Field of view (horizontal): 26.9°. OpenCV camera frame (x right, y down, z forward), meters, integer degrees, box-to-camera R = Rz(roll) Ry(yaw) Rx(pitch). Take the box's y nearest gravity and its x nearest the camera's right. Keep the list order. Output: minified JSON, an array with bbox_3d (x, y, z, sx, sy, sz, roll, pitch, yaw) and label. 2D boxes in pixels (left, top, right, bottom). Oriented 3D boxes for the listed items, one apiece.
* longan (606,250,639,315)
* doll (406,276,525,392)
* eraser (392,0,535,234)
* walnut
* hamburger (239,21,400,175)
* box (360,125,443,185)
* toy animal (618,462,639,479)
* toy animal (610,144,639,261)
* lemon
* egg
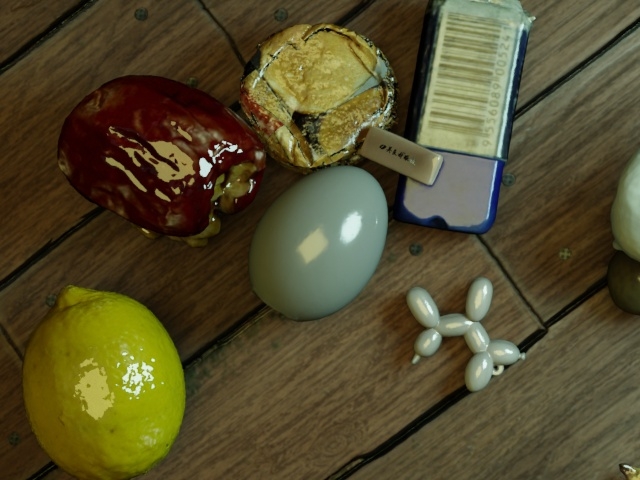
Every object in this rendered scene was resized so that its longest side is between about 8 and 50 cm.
[{"bbox_3d":[0.450,0.045,1.856,0.106,0.106,0.119,-3,71,7],"label":"longan"},{"bbox_3d":[0.205,0.135,1.898,0.161,0.059,0.160,-7,85,6],"label":"doll"},{"bbox_3d":[0.203,-0.178,1.900,0.155,0.101,0.332,10,89,8],"label":"eraser"},{"bbox_3d":[-0.227,-0.099,1.897,0.269,0.221,0.244,31,122,22],"label":"walnut"},{"bbox_3d":[-0.001,-0.205,1.926,0.231,0.107,0.231,-1,82,7],"label":"hamburger"},{"bbox_3d":[0.111,-0.117,1.850,0.115,0.025,0.048,27,96,22],"label":"box"},{"bbox_3d":[0.383,0.437,1.858,0.275,0.054,0.149,-42,79,6],"label":"toy animal"},{"bbox_3d":[0.520,-0.053,1.773,0.249,0.174,0.289,37,61,1],"label":"toy animal"},{"bbox_3d":[-0.302,0.205,1.872,0.236,0.236,0.263,11,90,8],"label":"lemon"},{"bbox_3d":[0.000,0.000,1.874,0.176,0.176,0.232,30,87,8],"label":"egg"}]
